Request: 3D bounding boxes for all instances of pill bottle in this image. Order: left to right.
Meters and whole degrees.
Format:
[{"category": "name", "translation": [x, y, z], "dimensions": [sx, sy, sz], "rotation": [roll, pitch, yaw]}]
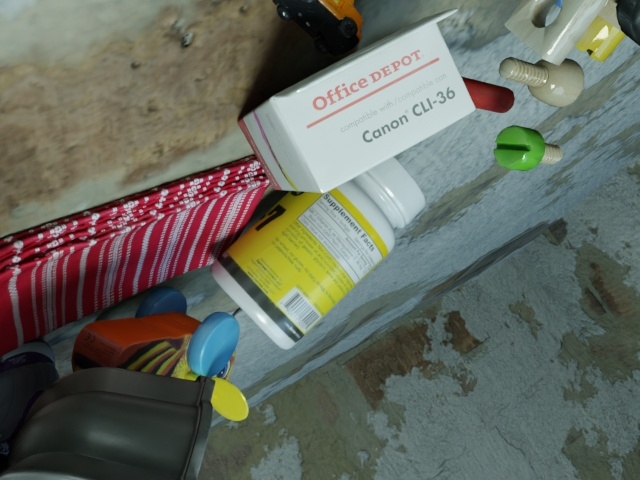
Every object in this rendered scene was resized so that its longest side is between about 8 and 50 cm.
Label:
[{"category": "pill bottle", "translation": [0.000, 0.000, 0.733], "dimensions": [0.208, 0.119, 0.119], "rotation": [-43, 167, -6]}]

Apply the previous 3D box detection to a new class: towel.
[{"category": "towel", "translation": [-0.174, 0.018, 0.643], "dimensions": [0.275, 0.031, 0.199], "rotation": [-24, 165, -32]}]

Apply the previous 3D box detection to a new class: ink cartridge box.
[{"category": "ink cartridge box", "translation": [0.020, -0.085, 0.481], "dimensions": [0.115, 0.067, 0.198], "rotation": [-30, -169, -9]}]

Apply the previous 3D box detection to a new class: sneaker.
[{"category": "sneaker", "translation": [-0.330, 0.164, 0.655], "dimensions": [0.224, 0.098, 0.083], "rotation": [-16, 159, -49]}]

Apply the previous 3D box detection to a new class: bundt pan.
[{"category": "bundt pan", "translation": [-0.194, 0.240, 0.532], "dimensions": [0.331, 0.124, 0.330], "rotation": [-159, -90, -80]}]

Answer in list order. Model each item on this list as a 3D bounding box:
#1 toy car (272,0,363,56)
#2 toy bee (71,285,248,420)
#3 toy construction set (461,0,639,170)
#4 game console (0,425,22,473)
[{"category": "toy car", "translation": [0.013, -0.157, 0.407], "dimensions": [0.040, 0.060, 0.122], "rotation": [-62, -175, -23]}, {"category": "toy bee", "translation": [-0.139, 0.139, 0.781], "dimensions": [0.298, 0.195, 0.162], "rotation": [-2, 113, -42]}, {"category": "toy construction set", "translation": [0.160, -0.163, 0.464], "dimensions": [0.237, 0.257, 0.309], "rotation": [1, 158, -37]}, {"category": "game console", "translation": [-0.440, 0.305, 0.615], "dimensions": [0.342, 0.060, 0.386], "rotation": [-29, -165, 1]}]
